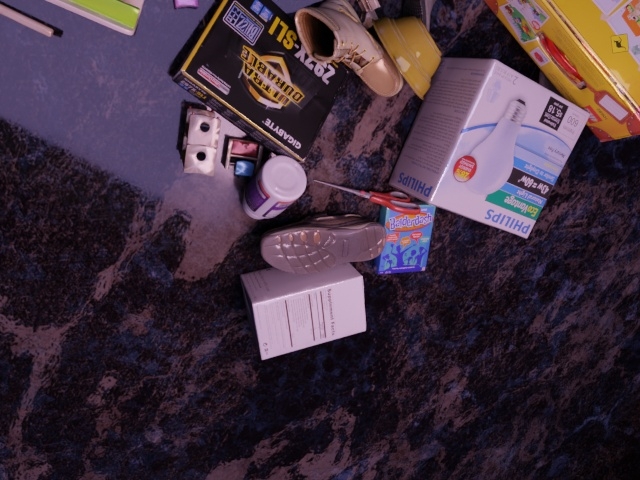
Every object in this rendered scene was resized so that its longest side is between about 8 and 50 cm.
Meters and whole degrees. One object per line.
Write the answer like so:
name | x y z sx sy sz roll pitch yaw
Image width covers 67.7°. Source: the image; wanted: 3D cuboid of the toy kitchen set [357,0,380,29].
toy kitchen set | 0.092 -0.531 1.111 0.075 0.068 0.083 -36 119 -3

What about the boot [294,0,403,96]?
boot | 0.067 -0.408 1.046 0.095 0.203 0.262 -31 103 35

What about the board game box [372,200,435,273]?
board game box | 0.243 -0.009 1.396 0.160 0.047 0.210 -4 112 -19

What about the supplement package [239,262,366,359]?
supplement package | -0.047 0.166 1.286 0.293 0.177 0.175 -13 115 -16

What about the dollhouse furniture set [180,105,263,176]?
dollhouse furniture set | -0.215 -0.220 1.091 0.183 0.129 0.129 5 109 -21

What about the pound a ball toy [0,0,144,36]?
pound a ball toy | -0.500 -0.494 0.891 0.319 0.136 0.208 16 130 -25

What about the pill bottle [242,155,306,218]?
pill bottle | -0.118 -0.115 1.130 0.108 0.193 0.108 8 72 -25

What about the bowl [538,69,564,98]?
bowl | 0.786 -0.477 1.356 0.298 0.134 0.298 -7 114 -17

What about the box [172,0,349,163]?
box | -0.117 -0.361 1.047 0.322 0.079 0.257 34 73 -29

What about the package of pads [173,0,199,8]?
package of pads | -0.283 -0.529 0.994 0.050 0.032 0.083 -10 114 -20

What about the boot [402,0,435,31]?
boot | 0.282 -0.599 1.151 0.161 0.083 0.246 -20 118 -18

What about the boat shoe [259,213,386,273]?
boat shoe | 0.000 0.000 1.265 0.355 0.130 0.132 -3 116 -26

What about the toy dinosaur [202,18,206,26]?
toy dinosaur | -0.191 -0.389 1.081 0.211 0.064 0.112 17 85 -33

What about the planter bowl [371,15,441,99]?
planter bowl | 0.215 -0.441 1.095 0.090 0.217 0.217 -32 122 24

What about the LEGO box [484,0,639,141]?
LEGO box | 0.719 -0.559 1.160 0.372 0.193 0.500 -42 95 0

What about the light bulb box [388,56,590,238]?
light bulb box | 0.436 -0.241 1.271 0.358 0.225 0.361 15 104 -25

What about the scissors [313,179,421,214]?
scissors | 0.131 -0.118 1.276 0.297 0.109 0.021 8 124 -22
